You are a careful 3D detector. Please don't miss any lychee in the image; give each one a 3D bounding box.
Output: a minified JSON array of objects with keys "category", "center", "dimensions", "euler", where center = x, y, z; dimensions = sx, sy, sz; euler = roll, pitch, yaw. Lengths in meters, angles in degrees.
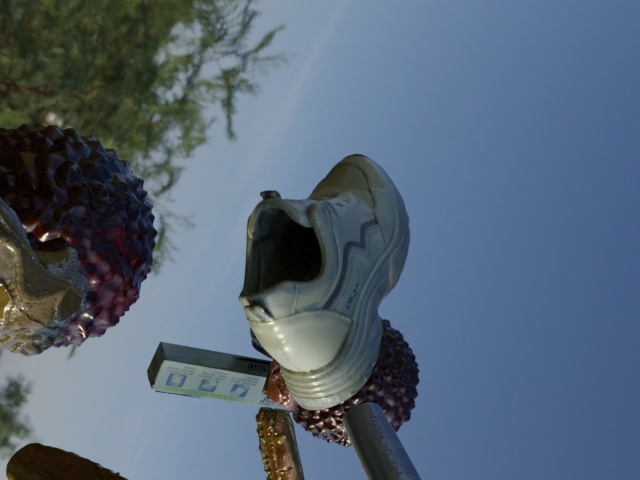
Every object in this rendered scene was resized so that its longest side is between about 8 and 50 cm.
[{"category":"lychee","center":[-0.512,-0.002,1.766],"dimensions":[0.424,0.425,0.500],"euler":[-68,-172,-17]},{"category":"lychee","center":[0.047,0.253,1.823],"dimensions":[0.264,0.300,0.264],"euler":[-47,153,-32]}]

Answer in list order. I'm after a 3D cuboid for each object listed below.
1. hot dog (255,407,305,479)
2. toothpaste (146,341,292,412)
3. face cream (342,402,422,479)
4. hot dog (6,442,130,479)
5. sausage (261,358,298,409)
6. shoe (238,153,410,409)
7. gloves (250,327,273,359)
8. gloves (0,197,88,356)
[{"category":"hot dog","center":[-0.086,0.489,2.138],"dimensions":[0.072,0.268,0.115],"euler":[-23,-161,-39]},{"category":"toothpaste","center":[-0.183,0.284,1.967],"dimensions":[0.081,0.337,0.067],"euler":[-63,-150,23]},{"category":"face cream","center":[0.097,0.324,1.358],"dimensions":[0.057,0.084,0.198],"euler":[-53,-136,28]},{"category":"hot dog","center":[-0.337,0.345,1.328],"dimensions":[0.286,0.061,0.088],"euler":[10,-145,44]},{"category":"sausage","center":[-0.022,0.141,1.540],"dimensions":[0.087,0.079,0.326],"euler":[57,-46,52]},{"category":"shoe","center":[0.000,0.000,1.102],"dimensions":[0.132,0.210,0.341],"euler":[-8,-132,28]},{"category":"gloves","center":[-0.070,0.158,1.980],"dimensions":[0.111,0.127,0.212],"euler":[-20,152,-50]},{"category":"gloves","center":[-0.450,0.055,1.335],"dimensions":[0.356,0.203,0.155],"euler":[61,31,-55]}]
